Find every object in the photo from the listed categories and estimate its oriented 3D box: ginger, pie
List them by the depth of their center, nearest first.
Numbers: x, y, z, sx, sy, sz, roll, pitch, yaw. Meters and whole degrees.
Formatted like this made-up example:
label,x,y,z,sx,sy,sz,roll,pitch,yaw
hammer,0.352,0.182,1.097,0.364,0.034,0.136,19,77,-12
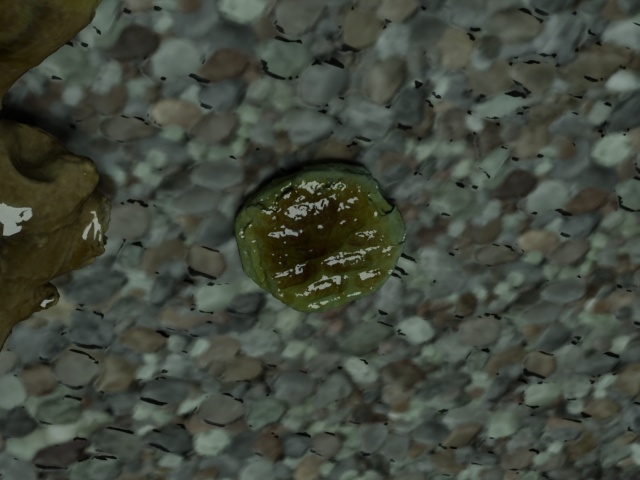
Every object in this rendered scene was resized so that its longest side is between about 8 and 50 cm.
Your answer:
label,x,y,z,sx,sy,sz,roll,pitch,yaw
ginger,-0.131,-0.040,0.602,0.133,0.059,0.214,30,115,-23
pie,0.000,0.000,0.690,0.084,0.020,0.084,-7,129,-8
